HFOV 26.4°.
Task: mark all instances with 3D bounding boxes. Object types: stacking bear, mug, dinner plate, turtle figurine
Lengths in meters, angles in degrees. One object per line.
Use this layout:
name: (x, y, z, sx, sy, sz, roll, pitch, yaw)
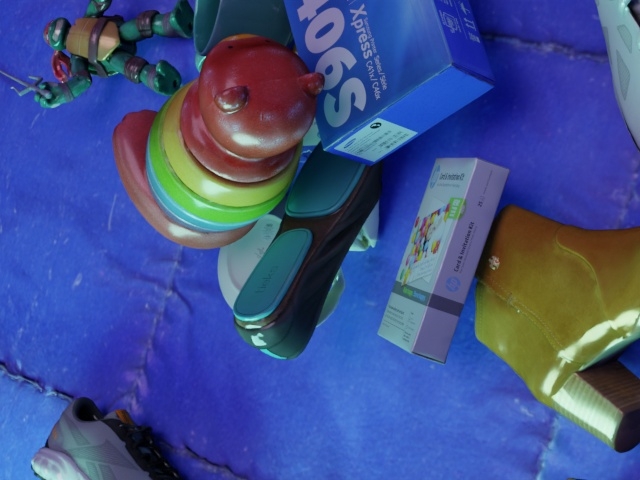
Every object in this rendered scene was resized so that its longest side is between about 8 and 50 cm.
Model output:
stacking bear: (-0.087, -0.106, 1.343, 0.289, 0.175, 0.164, 137, 124, -65)
mug: (-0.081, -0.256, 1.505, 0.158, 0.097, 0.129, 154, 121, -69)
dinner plate: (-0.061, 0.017, 1.478, 0.141, 0.017, 0.141, -11, 71, 33)
turtle figurine: (-0.269, -0.243, 1.638, 0.234, 0.118, 0.175, 10, 99, 23)

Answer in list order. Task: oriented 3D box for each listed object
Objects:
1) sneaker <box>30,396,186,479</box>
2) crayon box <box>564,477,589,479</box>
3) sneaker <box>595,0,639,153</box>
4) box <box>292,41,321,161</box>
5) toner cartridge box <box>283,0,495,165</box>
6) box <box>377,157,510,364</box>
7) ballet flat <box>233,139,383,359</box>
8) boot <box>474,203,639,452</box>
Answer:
sneaker: (-0.207, 0.247, 1.478, 0.272, 0.100, 0.108, 19, 85, 38)
crayon box: (0.308, 0.343, 1.076, 0.318, 0.081, 0.202, 23, 93, 39)
sneaker: (0.262, -0.225, 1.143, 0.169, 0.257, 0.447, -27, 64, 29)
box: (0.001, -0.149, 1.467, 0.081, 0.028, 0.136, 1, 82, 37)
toner cartridge box: (0.043, -0.266, 1.348, 0.165, 0.075, 0.347, -32, 60, 32)
box: (0.113, 0.015, 1.281, 0.145, 0.038, 0.186, -159, 89, -80)
ballet flat: (0.000, 0.000, 1.371, 0.095, 0.096, 0.280, 6, 55, 42)
boot: (0.230, 0.015, 1.165, 0.211, 0.104, 0.295, 43, 127, 40)
